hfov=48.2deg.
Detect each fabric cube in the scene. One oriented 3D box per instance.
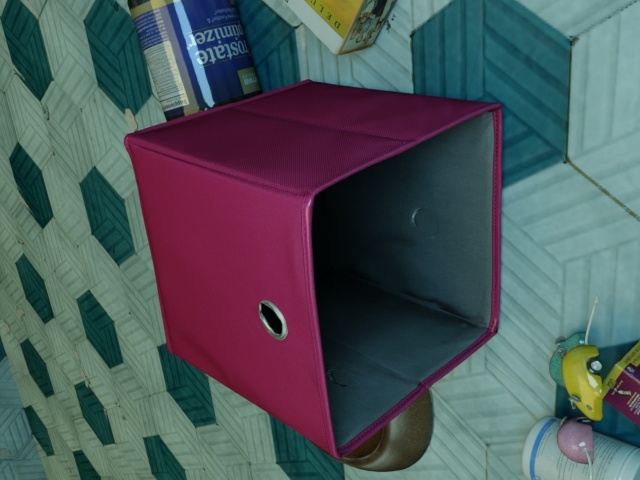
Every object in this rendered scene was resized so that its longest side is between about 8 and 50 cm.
[{"bbox_3d":[0.000,0.000,0.707,0.258,0.259,0.254,20,126,41],"label":"fabric cube"}]

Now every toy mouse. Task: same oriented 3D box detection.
[{"bbox_3d":[0.229,0.143,0.653,0.031,0.143,0.161,0,74,10],"label":"toy mouse"}]

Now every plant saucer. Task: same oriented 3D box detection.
[{"bbox_3d":[0.015,0.185,0.967,0.310,0.050,0.311,27,131,37],"label":"plant saucer"}]

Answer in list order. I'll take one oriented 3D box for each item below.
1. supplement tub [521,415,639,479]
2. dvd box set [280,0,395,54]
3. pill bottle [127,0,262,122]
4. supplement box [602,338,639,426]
[{"bbox_3d":[0.257,0.218,0.690,0.107,0.071,0.071,14,121,45],"label":"supplement tub"},{"bbox_3d":[0.015,-0.420,0.609,0.308,0.062,0.420,51,140,16],"label":"dvd box set"},{"bbox_3d":[-0.140,-0.199,0.862,0.122,0.122,0.219,-2,110,49],"label":"pill bottle"},{"bbox_3d":[0.292,0.133,0.614,0.083,0.055,0.043,38,135,27],"label":"supplement box"}]
